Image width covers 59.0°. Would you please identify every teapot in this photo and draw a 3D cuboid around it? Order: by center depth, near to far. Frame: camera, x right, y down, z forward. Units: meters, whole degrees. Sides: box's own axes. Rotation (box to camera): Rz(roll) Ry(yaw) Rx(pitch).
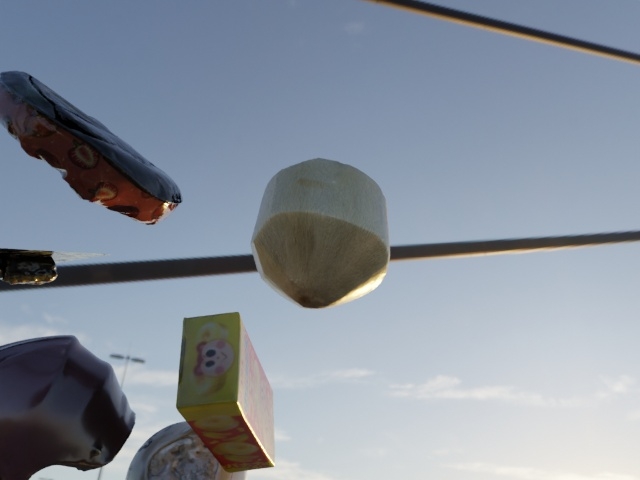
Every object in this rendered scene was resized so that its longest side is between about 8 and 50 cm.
[{"bbox_3d":[-0.242,0.423,0.974,0.208,0.299,0.166,34,-49,13],"label":"teapot"}]

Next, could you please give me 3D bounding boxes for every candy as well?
[{"bbox_3d":[-0.135,0.238,0.859,0.088,0.146,0.276,-7,-40,3],"label":"candy"}]

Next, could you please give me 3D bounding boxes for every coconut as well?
[{"bbox_3d":[0.000,0.000,0.974,0.237,0.266,0.237,2,-37,1],"label":"coconut"}]

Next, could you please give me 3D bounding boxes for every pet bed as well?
[{"bbox_3d":[-0.213,-0.084,0.525,0.053,0.201,0.201,-51,-49,2],"label":"pet bed"}]

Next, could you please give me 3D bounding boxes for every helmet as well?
[{"bbox_3d":[-0.439,0.248,0.773,0.338,0.197,0.271,-17,2,-26],"label":"helmet"}]

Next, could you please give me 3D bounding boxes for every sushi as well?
[{"bbox_3d":[-0.607,0.058,1.079,0.294,0.059,0.292,-9,-9,39],"label":"sushi"}]
